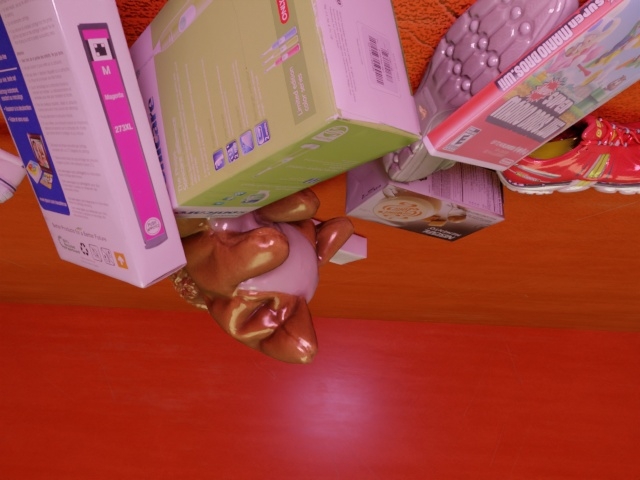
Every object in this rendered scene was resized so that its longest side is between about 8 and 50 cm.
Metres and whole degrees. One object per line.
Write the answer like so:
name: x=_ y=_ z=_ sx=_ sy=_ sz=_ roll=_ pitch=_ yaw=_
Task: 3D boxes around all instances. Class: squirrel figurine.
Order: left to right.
squirrel figurine: x=-0.194 y=-0.015 z=0.736 sx=0.397 sy=0.281 sz=0.370 roll=-3 pitch=143 yaw=43

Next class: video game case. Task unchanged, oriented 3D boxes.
video game case: x=0.264 y=-0.170 z=0.439 sx=0.204 sy=0.025 sz=0.285 roll=-3 pitch=152 yaw=-47

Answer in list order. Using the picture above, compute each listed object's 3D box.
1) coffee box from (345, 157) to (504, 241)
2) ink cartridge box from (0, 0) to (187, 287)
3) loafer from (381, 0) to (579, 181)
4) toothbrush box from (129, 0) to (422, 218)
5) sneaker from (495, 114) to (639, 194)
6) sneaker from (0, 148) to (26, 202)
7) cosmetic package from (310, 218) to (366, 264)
coffee box: x=0.186 y=-0.084 z=0.784 sx=0.247 sy=0.098 sz=0.141 roll=13 pitch=158 yaw=-24
ink cartridge box: x=-0.250 y=-0.139 z=0.422 sx=0.176 sy=0.370 sz=0.069 roll=10 pitch=-149 yaw=35
loafer: x=0.183 y=-0.178 z=0.536 sx=0.112 sy=0.112 sz=0.319 roll=-10 pitch=164 yaw=-23
toothbrush box: x=-0.067 y=-0.154 z=0.438 sx=0.283 sy=0.206 sz=0.122 roll=-17 pitch=171 yaw=41
sneaker: x=0.399 y=-0.132 z=0.624 sx=0.279 sy=0.107 sz=0.118 roll=-8 pitch=149 yaw=21
sneaker: x=-0.604 y=-0.166 z=0.698 sx=0.258 sy=0.091 sz=0.094 roll=39 pitch=150 yaw=-25
cosmetic package: x=0.000 y=0.000 z=1.102 sx=0.239 sy=0.060 sz=0.099 roll=18 pitch=157 yaw=-37
